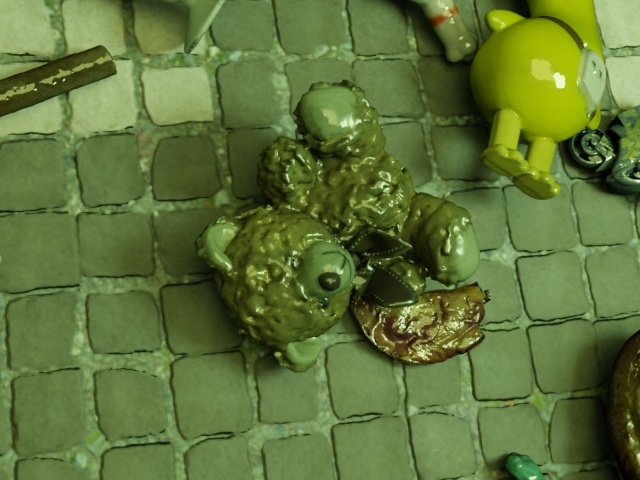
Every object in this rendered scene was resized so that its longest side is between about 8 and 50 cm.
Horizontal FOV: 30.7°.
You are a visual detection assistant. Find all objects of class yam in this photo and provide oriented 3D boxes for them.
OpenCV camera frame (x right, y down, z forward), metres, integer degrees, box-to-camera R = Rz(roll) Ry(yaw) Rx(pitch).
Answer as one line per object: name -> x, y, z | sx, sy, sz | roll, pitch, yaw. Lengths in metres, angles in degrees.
yam -> -0.362, -0.128, 1.192 | 0.327, 0.045, 0.045 | -27, 107, -21

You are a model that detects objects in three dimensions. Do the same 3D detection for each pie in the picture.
pie -> 0.117, 0.091, 1.284 | 0.170, 0.034, 0.092 | -8, 74, -18

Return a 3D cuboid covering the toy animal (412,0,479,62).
toy animal -> 0.105, -0.343, 1.334 | 0.282, 0.138, 0.140 | 39, 78, -2

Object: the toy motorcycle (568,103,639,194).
toy motorcycle -> 0.400, -0.105, 1.403 | 0.193, 0.061, 0.124 | -19, 75, -14

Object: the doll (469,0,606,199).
doll -> 0.263, -0.218, 1.362 | 0.199, 0.145, 0.363 | 34, 59, -31

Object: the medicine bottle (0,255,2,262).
medicine bottle -> -0.402, 0.088, 1.116 | 0.059, 0.059, 0.231 | 39, 69, -4

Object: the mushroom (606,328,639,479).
mushroom -> 0.445, 0.190, 1.235 | 0.163, 0.297, 0.278 | -1, 112, -48

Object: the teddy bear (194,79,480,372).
teddy bear -> 0.000, 0.000, 1.209 | 0.256, 0.156, 0.267 | -45, 105, -21

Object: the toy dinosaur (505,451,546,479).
toy dinosaur -> 0.367, 0.407, 1.262 | 0.129, 0.331, 0.383 | -42, 129, 5

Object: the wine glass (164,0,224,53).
wine glass -> -0.187, -0.304, 1.232 | 0.196, 0.165, 0.165 | 29, 70, -12
